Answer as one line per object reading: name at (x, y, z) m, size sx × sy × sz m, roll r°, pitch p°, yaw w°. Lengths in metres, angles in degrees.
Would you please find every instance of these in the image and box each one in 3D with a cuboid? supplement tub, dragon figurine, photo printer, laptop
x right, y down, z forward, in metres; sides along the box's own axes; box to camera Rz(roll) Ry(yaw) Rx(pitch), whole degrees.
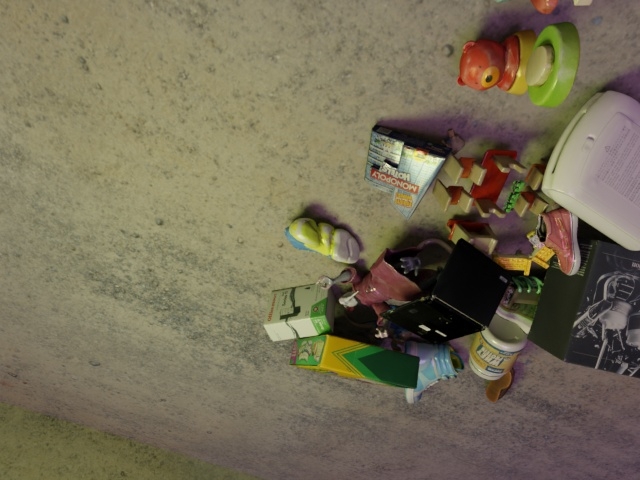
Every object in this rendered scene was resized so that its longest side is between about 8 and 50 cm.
supplement tub at (0.575, 0.350, 1.426) m, size 0.144 × 0.144 × 0.199 m, roll 6°, pitch 130°, yaw 2°
dragon figurine at (0.228, 0.273, 1.441) m, size 0.289 × 0.144 × 0.085 m, roll 18°, pitch 135°, yaw 17°
photo printer at (0.646, -0.153, 0.951) m, size 0.307 × 0.107 × 0.256 m, roll 27°, pitch 94°, yaw -16°
laptop at (0.330, 0.146, 1.141) m, size 0.234 × 0.136 × 0.264 m, roll 31°, pitch 138°, yaw -28°

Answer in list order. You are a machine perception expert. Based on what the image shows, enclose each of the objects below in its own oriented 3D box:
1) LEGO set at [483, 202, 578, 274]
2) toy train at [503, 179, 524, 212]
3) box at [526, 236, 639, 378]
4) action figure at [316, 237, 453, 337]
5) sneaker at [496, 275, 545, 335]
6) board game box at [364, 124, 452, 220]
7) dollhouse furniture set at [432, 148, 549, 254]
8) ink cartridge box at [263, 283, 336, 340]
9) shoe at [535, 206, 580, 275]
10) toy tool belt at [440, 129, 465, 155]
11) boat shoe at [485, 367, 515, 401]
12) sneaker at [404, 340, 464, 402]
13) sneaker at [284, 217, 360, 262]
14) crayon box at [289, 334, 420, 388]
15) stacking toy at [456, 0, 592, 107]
LEGO set at (0.537, 0.011, 1.165) m, size 0.287 × 0.107 × 0.132 m, roll -32°, pitch 106°, yaw 24°
toy train at (0.439, -0.100, 0.987) m, size 0.024 × 0.017 × 0.083 m, roll -7°, pitch 128°, yaw -19°
box at (0.781, 0.176, 1.140) m, size 0.343 × 0.179 × 0.312 m, roll 12°, pitch 96°, yaw -4°
action figure at (0.176, 0.116, 1.288) m, size 0.248 × 0.276 × 0.370 m, roll 50°, pitch 142°, yaw -5°
sneaker at (0.603, 0.150, 1.279) m, size 0.410 × 0.158 × 0.182 m, roll 32°, pitch 112°, yaw -25°
board game box at (0.193, -0.154, 1.049) m, size 0.194 × 0.060 × 0.194 m, roll 23°, pitch 133°, yaw 20°
dollhouse furniture set at (0.401, -0.103, 1.074) m, size 0.262 × 0.135 × 0.259 m, roll 2°, pitch 126°, yaw -13°
ink cartridge box at (-0.064, 0.227, 1.393) m, size 0.208 × 0.153 × 0.087 m, roll -12°, pitch 127°, yaw 15°
shoe at (0.569, 0.007, 1.050) m, size 0.081 × 0.063 × 0.178 m, roll -13°, pitch 109°, yaw 0°
toy tool belt at (0.300, -0.220, 1.042) m, size 0.051 × 0.052 × 0.083 m, roll 47°, pitch 124°, yaw 4°
boat shoe at (0.675, 0.520, 1.618) m, size 0.073 × 0.073 × 0.207 m, roll -22°, pitch 140°, yaw -25°
sneaker at (0.410, 0.493, 1.583) m, size 0.208 × 0.127 × 0.319 m, roll -1°, pitch 131°, yaw 9°
sneaker at (0.000, 0.000, 1.253) m, size 0.240 × 0.091 × 0.126 m, roll 29°, pitch 161°, yaw -33°
crayon box at (0.095, 0.401, 1.435) m, size 0.313 × 0.106 × 0.363 m, roll 16°, pitch 161°, yaw -14°
stacking toy at (0.336, -0.381, 0.747) m, size 0.130 × 0.279 × 0.309 m, roll 1°, pitch 126°, yaw 4°
